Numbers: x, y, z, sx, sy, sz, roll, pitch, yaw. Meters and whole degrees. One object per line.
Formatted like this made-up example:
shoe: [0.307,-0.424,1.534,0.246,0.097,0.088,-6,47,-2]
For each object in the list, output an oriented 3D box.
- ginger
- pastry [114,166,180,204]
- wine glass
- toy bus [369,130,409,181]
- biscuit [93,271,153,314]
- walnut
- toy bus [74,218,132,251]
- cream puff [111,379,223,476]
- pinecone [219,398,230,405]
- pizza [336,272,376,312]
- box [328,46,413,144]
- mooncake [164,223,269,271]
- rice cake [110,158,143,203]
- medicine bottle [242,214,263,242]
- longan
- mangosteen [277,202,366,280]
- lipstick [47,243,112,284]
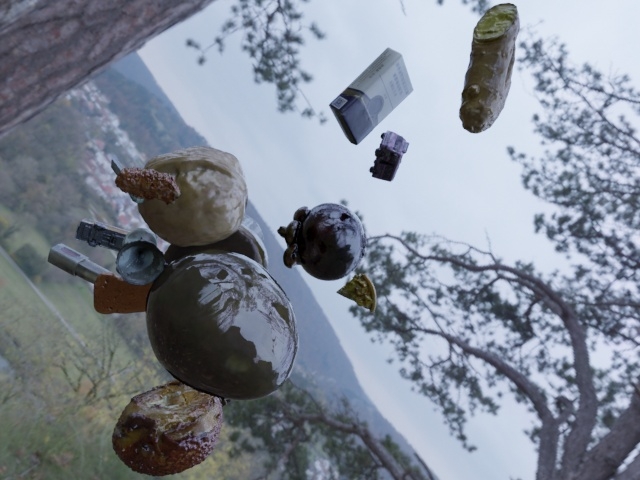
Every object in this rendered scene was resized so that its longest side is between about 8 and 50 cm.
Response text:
ginger: [0.452,-0.456,1.462,0.126,0.353,0.190,17,8,38]
pastry: [-0.451,-0.154,1.457,0.087,0.170,0.063,113,-14,-45]
wine glass: [-0.460,0.034,1.414,0.122,0.122,0.183,57,-6,-20]
toy bus: [0.251,-0.307,2.032,0.108,0.096,0.199,20,-28,4]
biscuit: [-0.580,0.131,1.650,0.036,0.192,0.186,-130,-139,-64]
walnut: [-0.422,-0.148,1.844,0.381,0.381,0.381,55,-4,6]
toy bus: [-0.784,-0.009,2.096,0.268,0.092,0.106,18,9,-17]
cream puff: [-0.456,0.582,1.668,0.350,0.351,0.228,-142,-129,-77]
pinecone: [-0.384,0.502,1.938,0.184,0.179,0.204,57,19,9]
pizza: [0.092,0.142,1.439,0.026,0.109,0.122,-60,138,-57]
box: [0.155,-0.431,1.660,0.071,0.259,0.168,40,-6,35]
mooncake: [-0.399,0.108,2.157,0.394,0.393,0.246,46,-2,-9]
rice cake: [-0.613,-0.189,1.738,0.207,0.033,0.033,48,21,28]
medicine bottle: [-0.402,0.023,2.438,0.237,0.238,0.232,57,27,-13]
longan: [-0.240,0.208,1.360,0.404,0.336,0.404,48,-1,1]
mangosteen: [0.000,0.000,2.105,0.307,0.347,0.306,7,90,-89]
lipstick: [-0.958,0.105,2.199,0.253,0.077,0.079,27,22,8]
